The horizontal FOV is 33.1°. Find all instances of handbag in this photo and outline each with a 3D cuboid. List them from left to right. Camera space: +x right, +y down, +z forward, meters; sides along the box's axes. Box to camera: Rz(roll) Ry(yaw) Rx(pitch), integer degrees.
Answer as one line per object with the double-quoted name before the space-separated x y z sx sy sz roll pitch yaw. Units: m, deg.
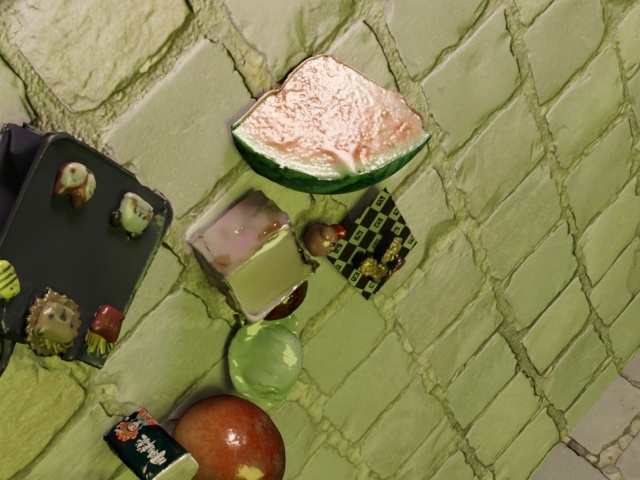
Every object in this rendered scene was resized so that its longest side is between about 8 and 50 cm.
"handbag" -0.395 0.022 1.646 0.303 0.122 0.329 36 68 -52

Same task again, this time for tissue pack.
"tissue pack" -0.320 0.404 2.039 0.103 0.170 0.090 -38 138 -22

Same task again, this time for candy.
"candy" -0.122 0.035 2.001 0.195 0.137 0.185 -41 139 -14

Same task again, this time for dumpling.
"dumpling" -0.110 0.236 2.204 0.108 0.152 0.219 -70 171 -77

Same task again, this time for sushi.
"sushi" 0.130 0.029 2.303 0.192 0.043 0.279 -49 149 -8

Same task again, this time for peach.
"peach" -0.184 0.441 2.156 0.252 0.252 0.252 -26 133 -31

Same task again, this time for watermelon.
"watermelon" 0.050 -0.172 1.970 0.292 0.222 0.319 -50 142 -13

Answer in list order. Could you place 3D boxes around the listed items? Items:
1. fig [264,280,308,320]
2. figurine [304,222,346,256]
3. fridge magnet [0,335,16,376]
"fig" -0.074 0.089 2.132 0.155 0.109 0.103 -56 139 -47
"figurine" 0.000 0.000 2.158 0.083 0.067 0.071 -55 170 30
"fridge magnet" -0.577 0.158 1.641 0.265 0.112 0.266 -27 131 -35
